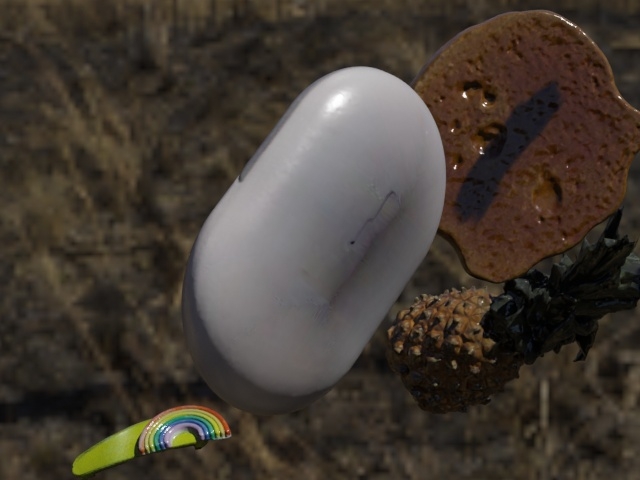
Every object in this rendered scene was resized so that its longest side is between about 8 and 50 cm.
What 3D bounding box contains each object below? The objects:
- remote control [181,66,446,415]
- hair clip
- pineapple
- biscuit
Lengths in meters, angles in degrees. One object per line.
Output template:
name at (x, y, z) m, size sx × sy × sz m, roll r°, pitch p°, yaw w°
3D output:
remote control at (0.000, 0.000, 1.539) m, size 0.103 × 0.332 × 0.221 m, roll 16°, pitch -29°, yaw 42°
hair clip at (-0.197, 0.228, 2.023) m, size 0.188 × 0.033 × 0.060 m, roll -18°, pitch 39°, yaw 2°
pineapple at (0.258, 0.091, 2.116) m, size 0.364 × 0.165 × 0.165 m, roll -26°, pitch -8°, yaw 27°
biscuit at (0.209, -0.106, 1.904) m, size 0.273 × 0.257 × 0.049 m, roll -43°, pitch -1°, yaw 1°
